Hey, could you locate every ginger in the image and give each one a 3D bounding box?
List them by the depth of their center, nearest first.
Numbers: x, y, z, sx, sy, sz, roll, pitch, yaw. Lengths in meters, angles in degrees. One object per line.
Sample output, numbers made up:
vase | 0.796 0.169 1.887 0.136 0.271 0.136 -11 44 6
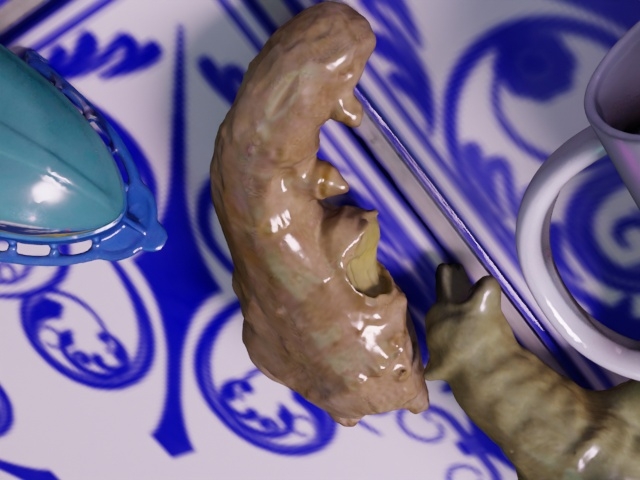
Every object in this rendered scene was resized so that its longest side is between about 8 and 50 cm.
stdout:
ginger | -0.003 -0.001 0.491 0.069 0.051 0.173 2 130 21

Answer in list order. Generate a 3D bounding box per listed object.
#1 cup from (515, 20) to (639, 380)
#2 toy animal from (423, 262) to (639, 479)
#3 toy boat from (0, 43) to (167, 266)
cup | 0.135 -0.009 0.391 0.136 0.099 0.133 2 133 56
toy animal | 0.122 0.096 0.495 0.219 0.103 0.101 45 157 -20
toy boat | -0.136 -0.038 0.519 0.175 0.091 0.110 27 168 -1
